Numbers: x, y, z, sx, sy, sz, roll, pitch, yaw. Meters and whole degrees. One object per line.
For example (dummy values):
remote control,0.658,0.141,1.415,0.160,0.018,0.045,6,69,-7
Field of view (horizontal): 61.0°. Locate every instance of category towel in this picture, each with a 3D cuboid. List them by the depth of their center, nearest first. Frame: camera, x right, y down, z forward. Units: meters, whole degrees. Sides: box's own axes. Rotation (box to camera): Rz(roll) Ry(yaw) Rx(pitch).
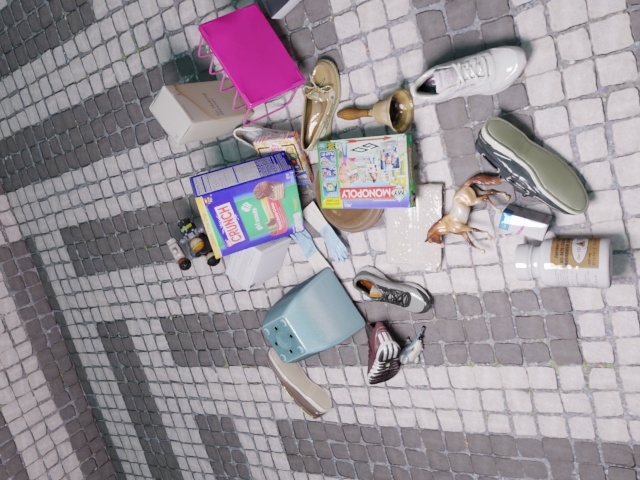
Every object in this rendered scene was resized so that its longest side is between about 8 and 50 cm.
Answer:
towel,0.290,-0.042,1.683,0.187,0.049,0.282,6,110,29

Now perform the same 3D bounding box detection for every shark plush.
shark plush,0.301,0.351,1.819,0.067,0.073,0.161,53,139,44

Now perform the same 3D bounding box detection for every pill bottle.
pill bottle,0.647,0.059,1.449,0.229,0.131,0.131,0,107,32

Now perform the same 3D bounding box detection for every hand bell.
hand bell,0.145,-0.385,1.631,0.242,0.126,0.126,10,113,42

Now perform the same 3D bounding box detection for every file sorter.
file sorter,-0.227,-0.540,1.707,0.290,0.202,0.182,58,159,2

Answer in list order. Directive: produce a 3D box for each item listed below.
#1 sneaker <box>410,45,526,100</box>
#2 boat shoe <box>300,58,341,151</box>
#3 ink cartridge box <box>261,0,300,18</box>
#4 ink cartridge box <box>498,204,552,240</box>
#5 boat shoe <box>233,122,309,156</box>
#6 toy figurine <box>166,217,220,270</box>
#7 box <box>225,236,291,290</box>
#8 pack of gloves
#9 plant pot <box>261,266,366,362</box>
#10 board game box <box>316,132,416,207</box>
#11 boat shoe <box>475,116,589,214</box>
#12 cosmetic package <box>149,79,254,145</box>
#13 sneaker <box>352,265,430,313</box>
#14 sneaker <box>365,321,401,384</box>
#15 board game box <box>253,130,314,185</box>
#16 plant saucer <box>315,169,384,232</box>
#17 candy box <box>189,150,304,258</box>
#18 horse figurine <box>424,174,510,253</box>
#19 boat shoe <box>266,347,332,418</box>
sneaker,0.381,-0.423,1.424,0.305,0.152,0.114,-12,99,33
boat shoe,-0.006,-0.418,1.701,0.105,0.089,0.285,17,115,27
ink cartridge box,-0.063,-0.828,1.604,0.333,0.065,0.165,-31,89,35
ink cartridge box,0.561,-0.050,1.487,0.123,0.088,0.052,18,116,25
boat shoe,-0.171,-0.328,1.832,0.277,0.096,0.098,17,113,24
toy figurine,-0.455,0.012,2.062,0.213,0.210,0.148,-46,71,36
box,-0.223,0.056,1.951,0.119,0.181,0.181,35,122,20
pack of gloves,0.000,0.000,1.893,0.232,0.046,0.195,55,137,6
plant pot,-0.049,0.284,1.868,0.247,0.252,0.247,-34,88,43
board game box,0.134,-0.204,1.641,0.317,0.046,0.213,2,100,37
boat shoe,0.547,-0.177,1.440,0.340,0.127,0.113,39,153,5
cosmetic package,-0.384,-0.429,1.795,0.113,0.309,0.160,-41,85,35
sneaker,0.226,0.175,1.767,0.272,0.108,0.100,21,115,23
sneaker,0.203,0.373,1.873,0.281,0.107,0.162,99,157,-50
board game box,-0.119,-0.262,1.789,0.147,0.045,0.193,-3,134,19
plant saucer,0.086,-0.159,1.746,0.278,0.041,0.277,10,107,37
candy box,-0.230,-0.113,1.755,0.268,0.317,0.122,81,168,-45
horse figurine,0.428,-0.082,1.561,0.175,0.066,0.263,25,110,18
boat shoe,-0.100,0.555,2.105,0.324,0.116,0.096,44,121,4
